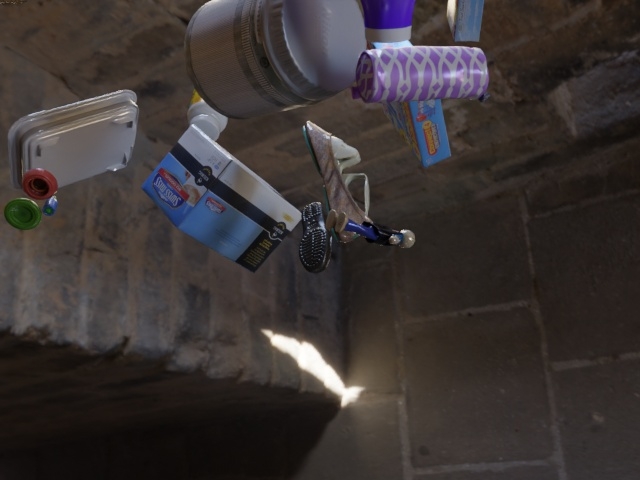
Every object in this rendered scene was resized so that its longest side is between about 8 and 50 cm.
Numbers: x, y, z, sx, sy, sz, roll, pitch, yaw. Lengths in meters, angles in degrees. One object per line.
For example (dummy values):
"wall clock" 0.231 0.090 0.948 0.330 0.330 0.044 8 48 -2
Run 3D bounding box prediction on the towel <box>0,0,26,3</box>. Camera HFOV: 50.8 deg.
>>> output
"towel" -0.599 -0.572 1.086 0.040 0.271 0.370 -6 110 8

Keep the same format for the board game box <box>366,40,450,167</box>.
"board game box" 0.243 -0.412 1.892 0.086 0.308 0.302 -24 46 -1

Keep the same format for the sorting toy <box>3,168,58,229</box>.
"sorting toy" -0.411 -0.063 0.976 0.102 0.061 0.042 -51 25 19

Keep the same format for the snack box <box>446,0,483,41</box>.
"snack box" 0.367 -0.619 1.702 0.070 0.174 0.207 2 34 5

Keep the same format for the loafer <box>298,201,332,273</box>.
"loafer" 0.000 0.000 1.675 0.080 0.078 0.220 -20 43 22

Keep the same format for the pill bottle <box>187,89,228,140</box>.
"pill bottle" -0.327 -0.384 1.983 0.118 0.117 0.208 -24 42 27

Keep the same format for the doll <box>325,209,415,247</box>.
"doll" 0.109 -0.015 1.322 0.129 0.189 0.046 19 94 59

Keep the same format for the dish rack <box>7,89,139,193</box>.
"dish rack" -0.610 -0.233 1.709 0.072 0.333 0.285 52 145 16

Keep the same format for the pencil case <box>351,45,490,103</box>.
"pencil case" 0.157 -0.255 1.041 0.088 0.206 0.086 140 125 -71

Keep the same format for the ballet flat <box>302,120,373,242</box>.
"ballet flat" 0.048 -0.145 1.510 0.106 0.107 0.315 -21 68 11

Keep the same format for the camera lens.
"camera lens" -0.086 -0.334 1.171 0.274 0.219 0.219 -1 71 45

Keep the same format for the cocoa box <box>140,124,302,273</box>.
"cocoa box" -0.266 -0.105 1.860 0.228 0.347 0.231 -50 51 2

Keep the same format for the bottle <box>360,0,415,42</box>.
"bottle" 0.091 -0.415 0.907 0.118 0.092 0.282 5 118 14
